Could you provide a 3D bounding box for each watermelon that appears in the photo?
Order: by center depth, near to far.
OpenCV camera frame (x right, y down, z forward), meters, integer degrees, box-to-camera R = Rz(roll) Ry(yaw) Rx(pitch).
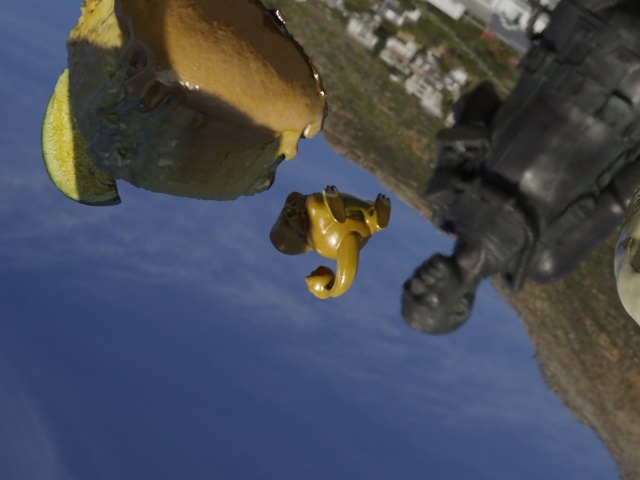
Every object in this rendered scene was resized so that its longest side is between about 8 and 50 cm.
[{"bbox_3d":[-0.283,-0.113,1.105,0.075,0.092,0.181,5,-119,-63],"label":"watermelon"}]

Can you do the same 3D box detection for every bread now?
[{"bbox_3d":[-0.128,-0.152,0.849,0.262,0.204,0.162,38,-138,-4],"label":"bread"}]

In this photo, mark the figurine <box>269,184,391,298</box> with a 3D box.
[{"bbox_3d":[-0.001,0.004,1.012,0.121,0.122,0.176,4,179,-29],"label":"figurine"}]

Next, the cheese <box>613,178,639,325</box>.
[{"bbox_3d":[0.377,-0.067,0.696,0.129,0.351,0.328,37,-127,-4],"label":"cheese"}]
